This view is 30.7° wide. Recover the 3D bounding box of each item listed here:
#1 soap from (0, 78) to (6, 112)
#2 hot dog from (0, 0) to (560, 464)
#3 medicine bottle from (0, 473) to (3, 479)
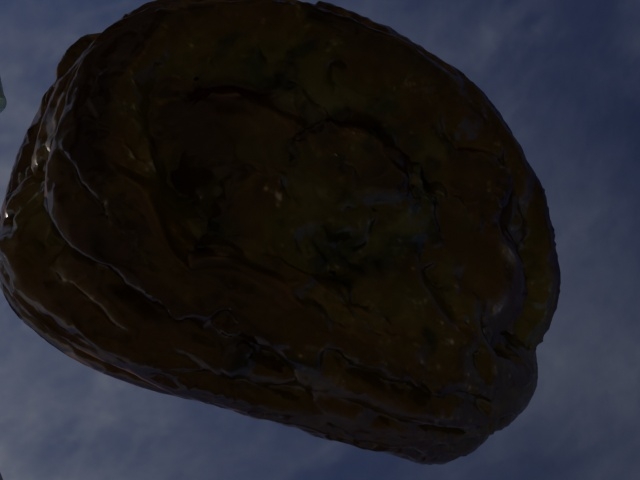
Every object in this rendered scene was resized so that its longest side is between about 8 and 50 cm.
[{"bbox_3d":[-0.446,-0.213,1.281,0.160,0.087,0.265,-32,-128,12],"label":"soap"},{"bbox_3d":[0.000,0.000,0.528,0.272,0.122,0.196,21,-118,-17],"label":"hot dog"},{"bbox_3d":[-0.444,0.299,1.106,0.243,0.395,0.242,0,-90,-2],"label":"medicine bottle"}]
